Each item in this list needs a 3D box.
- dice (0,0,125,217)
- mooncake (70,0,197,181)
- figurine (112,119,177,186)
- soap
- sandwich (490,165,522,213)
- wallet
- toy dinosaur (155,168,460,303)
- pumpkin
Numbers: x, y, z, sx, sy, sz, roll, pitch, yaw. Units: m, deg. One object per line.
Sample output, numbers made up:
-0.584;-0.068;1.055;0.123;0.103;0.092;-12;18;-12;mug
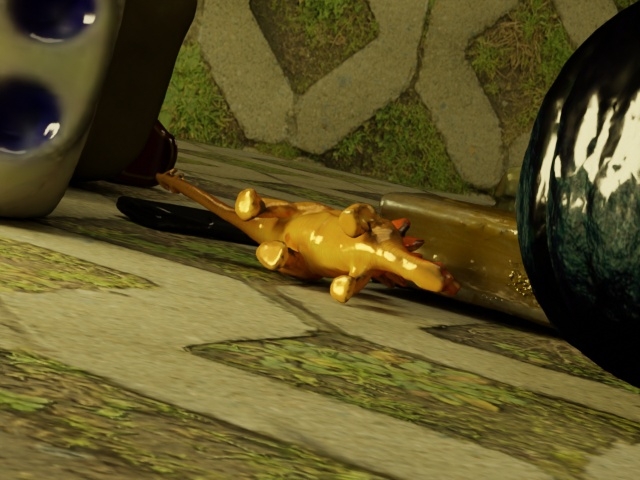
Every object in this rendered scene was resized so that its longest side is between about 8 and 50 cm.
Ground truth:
-0.295;-0.153;1.374;0.259;0.243;0.251;14;4;-15;dice
-0.363;-0.209;1.777;0.467;0.262;0.467;13;3;-1;mooncake
-0.204;-0.093;1.983;0.154;0.082;0.098;17;-13;43;figurine
0.182;0.027;1.410;0.257;0.080;0.160;14;5;25;soap
0.277;-0.006;1.637;0.249;0.095;0.273;0;-6;9;sandwich
-0.092;-0.014;1.572;0.156;0.018;0.082;10;5;-32;wallet
0.000;0.000;1.348;0.288;0.070;0.117;18;1;42;toy dinosaur
0.301;-0.014;1.080;0.363;0.266;0.363;12;0;0;pumpkin
